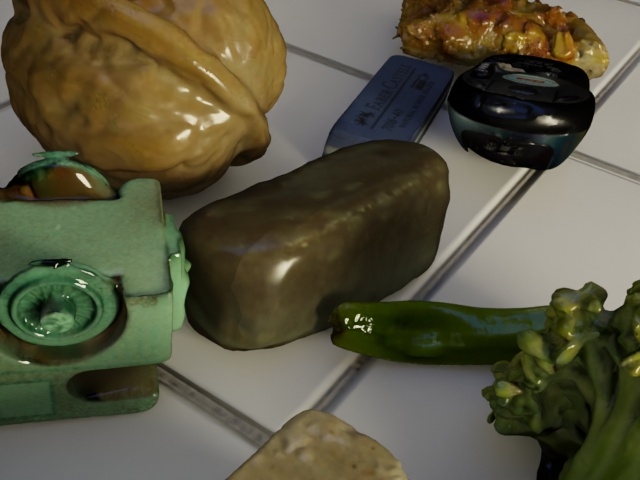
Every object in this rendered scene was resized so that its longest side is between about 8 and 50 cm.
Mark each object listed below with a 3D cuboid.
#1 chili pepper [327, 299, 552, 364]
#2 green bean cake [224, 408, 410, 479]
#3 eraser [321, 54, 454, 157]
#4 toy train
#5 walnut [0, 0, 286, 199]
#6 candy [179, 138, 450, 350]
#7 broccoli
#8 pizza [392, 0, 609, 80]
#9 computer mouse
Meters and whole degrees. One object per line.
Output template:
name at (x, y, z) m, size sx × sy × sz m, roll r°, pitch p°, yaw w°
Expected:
chili pepper at (0.104, 0.068, 0.579) m, size 0.201 × 0.052 × 0.050 m, roll 1°, pitch 9°, yaw -2°
green bean cake at (-0.032, 0.180, 0.379) m, size 0.085 × 0.109 × 0.179 m, roll 30°, pitch 44°, yaw 28°
eraser at (0.078, -0.136, 0.843) m, size 0.081 × 0.036 × 0.225 m, roll 19°, pitch 40°, yaw 14°
toy train at (-0.248, 0.039, 0.494) m, size 0.326 × 0.159 × 0.129 m, roll -3°, pitch 42°, yaw -16°
walnut at (-0.151, -0.153, 0.691) m, size 0.257 × 0.257 × 0.225 m, roll 26°, pitch 76°, yaw 24°
candy at (0.000, 0.000, 0.612) m, size 0.234 × 0.104 × 0.102 m, roll -28°, pitch 44°, yaw -35°
broccoli at (0.187, 0.118, 0.424) m, size 0.272 × 0.180 × 0.242 m, roll -12°, pitch 43°, yaw -20°
pizza at (0.195, -0.271, 0.965) m, size 0.226 × 0.086 × 0.335 m, roll -14°, pitch 37°, yaw -34°
computer mouse at (0.208, -0.128, 0.799) m, size 0.137 × 0.096 × 0.233 m, roll 20°, pitch 27°, yaw 17°
